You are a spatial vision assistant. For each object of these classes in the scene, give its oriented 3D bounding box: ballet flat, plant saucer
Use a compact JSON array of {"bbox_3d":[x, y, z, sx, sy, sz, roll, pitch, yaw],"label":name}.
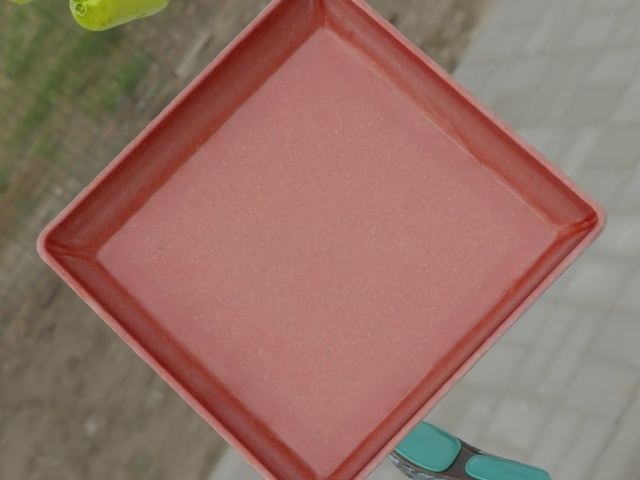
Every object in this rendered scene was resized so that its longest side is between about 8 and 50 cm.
[{"bbox_3d":[0.131,0.225,1.699,0.188,0.070,0.070,21,71,27],"label":"ballet flat"},{"bbox_3d":[0.000,0.000,1.116,0.259,0.258,0.048,-46,-17,-5],"label":"plant saucer"}]

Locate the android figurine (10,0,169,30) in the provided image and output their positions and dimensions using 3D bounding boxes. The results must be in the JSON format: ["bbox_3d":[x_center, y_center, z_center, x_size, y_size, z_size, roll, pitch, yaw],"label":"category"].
[{"bbox_3d":[-0.209,-0.279,1.390,0.056,0.248,0.273,-22,2,33],"label":"android figurine"}]
